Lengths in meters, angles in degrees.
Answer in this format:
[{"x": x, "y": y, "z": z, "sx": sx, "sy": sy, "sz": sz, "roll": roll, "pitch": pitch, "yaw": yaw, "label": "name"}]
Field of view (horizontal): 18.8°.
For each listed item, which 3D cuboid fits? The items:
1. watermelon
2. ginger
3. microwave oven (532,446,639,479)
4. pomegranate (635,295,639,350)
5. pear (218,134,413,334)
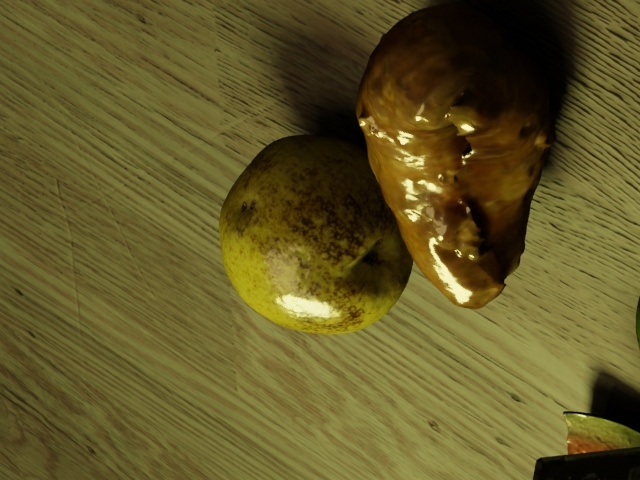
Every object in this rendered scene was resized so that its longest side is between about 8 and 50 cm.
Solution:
[{"x": 0.302, "y": 0.237, "z": 1.929, "sx": 0.193, "sy": 0.137, "sz": 0.145, "roll": -8, "pitch": 87, "yaw": 58, "label": "watermelon"}, {"x": 0.121, "y": -0.087, "z": 1.669, "sx": 0.165, "sy": 0.172, "sz": 0.321, "roll": -7, "pitch": 141, "yaw": 9, "label": "ginger"}, {"x": 0.351, "y": 0.314, "z": 1.751, "sx": 0.295, "sy": 0.181, "sz": 0.237, "roll": -10, "pitch": 127, "yaw": 24, "label": "microwave oven"}, {"x": 0.362, "y": 0.059, "z": 1.534, "sx": 0.202, "sy": 0.202, "sz": 0.248, "roll": 46, "pitch": 121, "yaw": -4, "label": "pomegranate"}, {"x": 0.000, "y": 0.000, "z": 1.875, "sx": 0.197, "sy": 0.197, "sz": 0.197, "roll": 32, "pitch": 149, "yaw": 22, "label": "pear"}]
